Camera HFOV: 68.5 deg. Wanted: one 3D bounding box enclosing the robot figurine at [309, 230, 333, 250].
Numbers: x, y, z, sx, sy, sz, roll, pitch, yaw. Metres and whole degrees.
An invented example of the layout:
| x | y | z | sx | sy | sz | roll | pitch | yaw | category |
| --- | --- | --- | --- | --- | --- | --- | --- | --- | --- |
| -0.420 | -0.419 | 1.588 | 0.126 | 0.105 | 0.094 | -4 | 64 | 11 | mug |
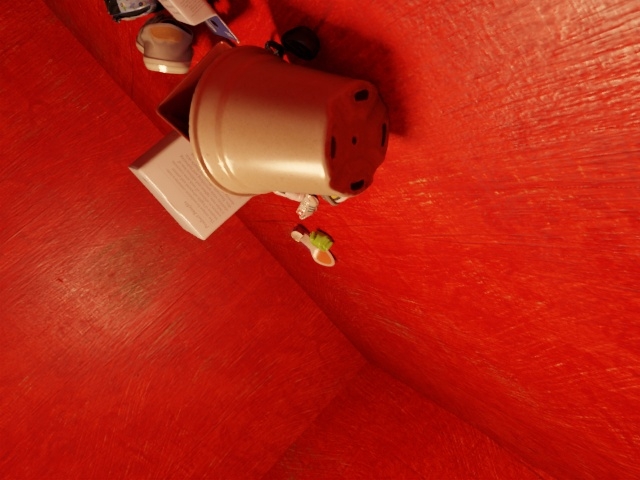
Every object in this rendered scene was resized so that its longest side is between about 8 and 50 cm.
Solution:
| x | y | z | sx | sy | sz | roll | pitch | yaw | category |
| --- | --- | --- | --- | --- | --- | --- | --- | --- | --- |
| 0.000 | 0.000 | 1.941 | 0.115 | 0.067 | 0.101 | 30 | 171 | 49 | robot figurine |

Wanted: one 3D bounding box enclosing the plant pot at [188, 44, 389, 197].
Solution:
| x | y | z | sx | sy | sz | roll | pitch | yaw | category |
| --- | --- | --- | --- | --- | --- | --- | --- | --- | --- |
| -0.042 | -0.225 | 0.974 | 0.306 | 0.333 | 0.333 | 18 | 152 | 36 | plant pot |

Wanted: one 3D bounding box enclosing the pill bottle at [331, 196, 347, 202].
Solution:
| x | y | z | sx | sy | sz | roll | pitch | yaw | category |
| --- | --- | --- | --- | --- | --- | --- | --- | --- | --- |
| 0.025 | -0.198 | 1.233 | 0.184 | 0.103 | 0.103 | 49 | 166 | -13 | pill bottle |

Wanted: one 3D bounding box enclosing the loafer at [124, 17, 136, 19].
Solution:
| x | y | z | sx | sy | sz | roll | pitch | yaw | category |
| --- | --- | --- | --- | --- | --- | --- | --- | --- | --- |
| -0.680 | -0.840 | 1.473 | 0.319 | 0.112 | 0.111 | 47 | 131 | -1 | loafer |

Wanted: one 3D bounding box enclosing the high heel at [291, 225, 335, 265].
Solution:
| x | y | z | sx | sy | sz | roll | pitch | yaw | category |
| --- | --- | --- | --- | --- | --- | --- | --- | --- | --- |
| -0.030 | 0.023 | 2.132 | 0.244 | 0.082 | 0.117 | 34 | -165 | -4 | high heel |

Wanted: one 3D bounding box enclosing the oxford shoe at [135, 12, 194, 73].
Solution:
| x | y | z | sx | sy | sz | roll | pitch | yaw | category |
| --- | --- | --- | --- | --- | --- | --- | --- | --- | --- |
| -0.444 | -0.584 | 1.353 | 0.449 | 0.169 | 0.130 | -123 | 36 | -55 | oxford shoe |

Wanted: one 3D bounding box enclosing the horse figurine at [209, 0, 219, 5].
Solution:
| x | y | z | sx | sy | sz | roll | pitch | yaw | category |
| --- | --- | --- | --- | --- | --- | --- | --- | --- | --- |
| -0.314 | -0.644 | 1.014 | 0.263 | 0.066 | 0.174 | 39 | 164 | 25 | horse figurine |

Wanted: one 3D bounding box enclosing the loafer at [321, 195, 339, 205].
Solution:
| x | y | z | sx | sy | sz | roll | pitch | yaw | category |
| --- | --- | --- | --- | --- | --- | --- | --- | --- | --- |
| -0.017 | -0.199 | 1.366 | 0.087 | 0.094 | 0.251 | 25 | 156 | 45 | loafer |

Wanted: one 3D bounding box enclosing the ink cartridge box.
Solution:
| x | y | z | sx | sy | sz | roll | pitch | yaw | category |
| --- | --- | --- | --- | --- | --- | --- | --- | --- | --- |
| -0.349 | -0.578 | 1.073 | 0.330 | 0.071 | 0.324 | 47 | -178 | -33 | ink cartridge box |

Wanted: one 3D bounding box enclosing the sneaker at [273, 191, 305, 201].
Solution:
| x | y | z | sx | sy | sz | roll | pitch | yaw | category |
| --- | --- | --- | --- | --- | --- | --- | --- | --- | --- |
| -0.147 | -0.198 | 1.704 | 0.094 | 0.080 | 0.212 | 5 | -167 | -39 | sneaker |

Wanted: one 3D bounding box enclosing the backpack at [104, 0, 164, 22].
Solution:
| x | y | z | sx | sy | sz | roll | pitch | yaw | category |
| --- | --- | --- | --- | --- | --- | --- | --- | --- | --- |
| -0.487 | -0.671 | 1.272 | 0.173 | 0.158 | 0.116 | 15 | 131 | 39 | backpack |

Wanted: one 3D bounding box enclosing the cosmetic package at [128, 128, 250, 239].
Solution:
| x | y | z | sx | sy | sz | roll | pitch | yaw | category |
| --- | --- | --- | --- | --- | --- | --- | --- | --- | --- |
| -0.436 | -0.269 | 1.754 | 0.329 | 0.394 | 0.327 | 53 | 164 | -26 | cosmetic package |

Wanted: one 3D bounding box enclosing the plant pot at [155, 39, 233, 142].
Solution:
| x | y | z | sx | sy | sz | roll | pitch | yaw | category |
| --- | --- | --- | --- | --- | --- | --- | --- | --- | --- |
| -0.239 | -0.337 | 1.332 | 0.267 | 0.267 | 0.236 | 42 | 178 | 14 | plant pot |

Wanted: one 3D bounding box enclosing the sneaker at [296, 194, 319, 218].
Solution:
| x | y | z | sx | sy | sz | roll | pitch | yaw | category |
| --- | --- | --- | --- | --- | --- | --- | --- | --- | --- |
| -0.051 | -0.122 | 1.723 | 0.057 | 0.075 | 0.161 | 43 | 166 | 10 | sneaker |

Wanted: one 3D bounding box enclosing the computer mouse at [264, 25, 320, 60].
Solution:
| x | y | z | sx | sy | sz | roll | pitch | yaw | category |
| --- | --- | --- | --- | --- | --- | --- | --- | --- | --- |
| -0.063 | -0.421 | 1.009 | 0.071 | 0.041 | 0.242 | 29 | -179 | -31 | computer mouse |
